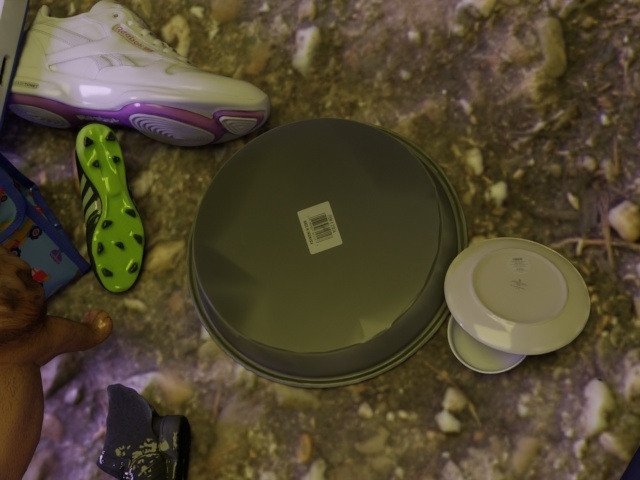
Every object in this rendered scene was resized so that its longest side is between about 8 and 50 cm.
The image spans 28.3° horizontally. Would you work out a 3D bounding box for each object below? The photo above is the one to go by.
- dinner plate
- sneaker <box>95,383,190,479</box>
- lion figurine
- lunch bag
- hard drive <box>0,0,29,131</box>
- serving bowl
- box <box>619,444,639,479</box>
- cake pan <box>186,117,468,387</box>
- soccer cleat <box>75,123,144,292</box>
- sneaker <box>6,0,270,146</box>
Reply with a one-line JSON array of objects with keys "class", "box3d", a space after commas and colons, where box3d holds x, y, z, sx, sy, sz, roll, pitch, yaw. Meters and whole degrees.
[{"class": "dinner plate", "box3d": [0.189, 0.048, 1.213, 0.141, 0.017, 0.141, 3, 49, -4]}, {"class": "sneaker", "box3d": [-0.176, 0.224, 1.229, 0.089, 0.051, 0.170, -1, 67, 13]}, {"class": "lion figurine", "box3d": [-0.295, 0.169, 1.125, 0.142, 0.240, 0.392, -11, 81, 23]}, {"class": "lunch bag", "box3d": [-0.389, -0.003, 1.223, 0.221, 0.293, 0.138, -37, 67, -4]}, {"class": "hard drive", "box3d": [-0.474, -0.171, 1.396, 0.318, 0.040, 0.210, -3, 68, 27]}, {"class": "serving bowl", "box3d": [0.165, 0.091, 1.223, 0.083, 0.027, 0.083, -4, 68, 9]}, {"class": "box", "box3d": [0.452, 0.246, 0.890, 0.471, 0.297, 0.480, 31, 65, 15]}, {"class": "cake pan", "box3d": [0.000, 0.000, 1.277, 0.293, 0.054, 0.293, -4, 68, 9]}, {"class": "soccer cleat", "box3d": [-0.224, -0.033, 1.334, 0.060, 0.072, 0.179, -8, 87, -19]}, {"class": "sneaker", "box3d": [-0.195, -0.188, 1.353, 0.305, 0.114, 0.152, 10, 73, 14]}]
